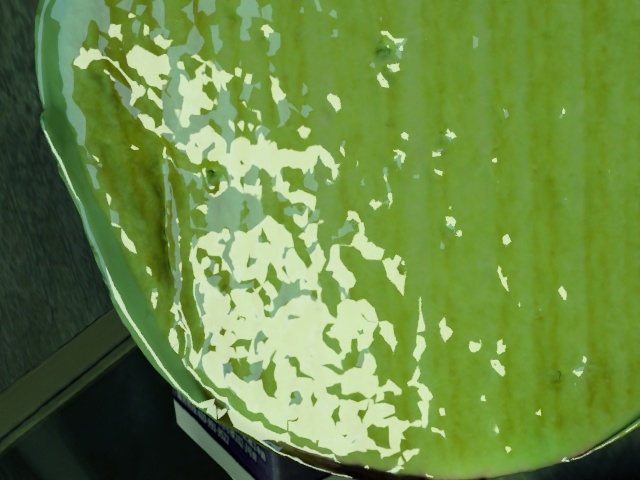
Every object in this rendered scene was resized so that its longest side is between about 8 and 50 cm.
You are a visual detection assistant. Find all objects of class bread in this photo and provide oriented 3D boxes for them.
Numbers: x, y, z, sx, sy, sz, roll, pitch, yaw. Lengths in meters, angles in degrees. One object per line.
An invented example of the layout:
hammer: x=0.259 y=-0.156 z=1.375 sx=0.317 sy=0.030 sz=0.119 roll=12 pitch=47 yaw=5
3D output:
bread: x=0.036 y=-0.047 z=0.744 sx=0.301 sy=0.045 sz=0.301 roll=5 pitch=111 yaw=14

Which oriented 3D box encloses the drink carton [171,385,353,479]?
drink carton: x=0.001 y=-0.001 z=0.911 sx=0.102 sy=0.134 sz=0.222 roll=39 pitch=143 yaw=45

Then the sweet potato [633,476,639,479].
sweet potato: x=0.134 y=0.136 z=0.855 sx=0.075 sy=0.075 sz=0.273 roll=62 pitch=153 yaw=6

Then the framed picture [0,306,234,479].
framed picture: x=-0.050 y=0.232 z=1.015 sx=0.446 sy=0.326 sz=0.028 roll=49 pitch=175 yaw=28
